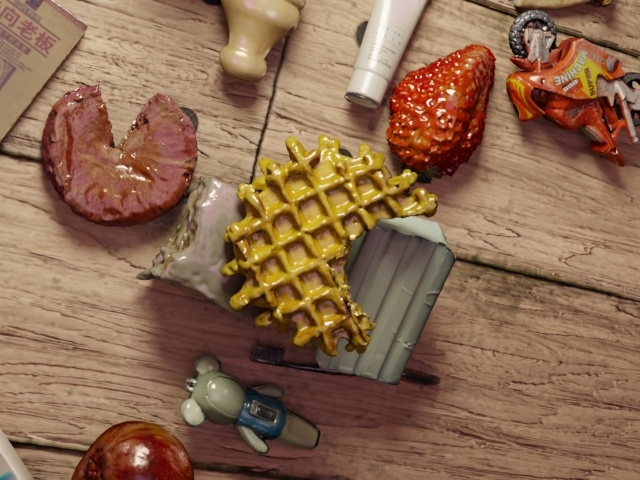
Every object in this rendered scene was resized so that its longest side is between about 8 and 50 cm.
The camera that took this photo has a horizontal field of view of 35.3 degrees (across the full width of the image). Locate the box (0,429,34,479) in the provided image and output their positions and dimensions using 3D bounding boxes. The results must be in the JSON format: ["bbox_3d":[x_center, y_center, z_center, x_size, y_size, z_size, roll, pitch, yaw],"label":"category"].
[{"bbox_3d":[-0.465,0.412,1.366,0.203,0.116,0.274,-29,115,-14],"label":"box"}]

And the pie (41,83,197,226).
[{"bbox_3d":[-0.280,-0.121,1.424,0.219,0.054,0.204,-9,98,-17],"label":"pie"}]

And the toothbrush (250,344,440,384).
[{"bbox_3d":[0.044,0.201,1.581,0.321,0.023,0.031,12,101,-19],"label":"toothbrush"}]

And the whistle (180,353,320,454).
[{"bbox_3d":[-0.104,0.259,1.515,0.236,0.077,0.114,28,58,-25],"label":"whistle"}]

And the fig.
[{"bbox_3d":[-0.241,0.352,1.442,0.207,0.175,0.175,28,87,-33],"label":"fig"}]

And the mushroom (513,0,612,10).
[{"bbox_3d":[0.390,-0.396,1.614,0.187,0.061,0.060,-11,104,-13],"label":"mushroom"}]

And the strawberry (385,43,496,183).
[{"bbox_3d":[0.198,-0.201,1.544,0.175,0.107,0.235,13,91,-19],"label":"strawberry"}]

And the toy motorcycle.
[{"bbox_3d":[0.405,-0.243,1.617,0.298,0.089,0.171,26,89,-20],"label":"toy motorcycle"}]

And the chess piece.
[{"bbox_3d":[-0.075,-0.380,1.441,0.139,0.124,0.307,17,95,-49],"label":"chess piece"}]

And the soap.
[{"bbox_3d":[0.088,0.085,1.502,0.150,0.094,0.261,16,115,-15],"label":"soap"}]

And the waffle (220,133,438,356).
[{"bbox_3d":[0.000,0.000,1.357,0.260,0.069,0.292,23,90,-6],"label":"waffle"}]

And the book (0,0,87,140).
[{"bbox_3d":[-0.449,-0.248,1.369,0.161,0.026,0.231,37,83,-18],"label":"book"}]

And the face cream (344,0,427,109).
[{"bbox_3d":[0.105,-0.318,1.532,0.092,0.058,0.243,22,82,-14],"label":"face cream"}]

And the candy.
[{"bbox_3d":[-0.129,0.021,1.446,0.195,0.137,0.184,29,86,-21],"label":"candy"}]
